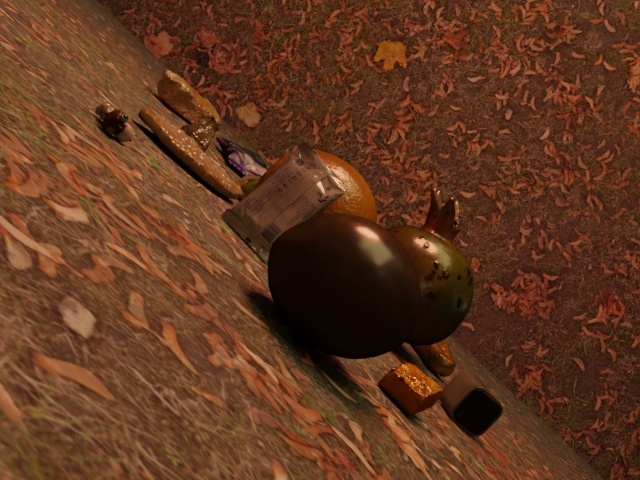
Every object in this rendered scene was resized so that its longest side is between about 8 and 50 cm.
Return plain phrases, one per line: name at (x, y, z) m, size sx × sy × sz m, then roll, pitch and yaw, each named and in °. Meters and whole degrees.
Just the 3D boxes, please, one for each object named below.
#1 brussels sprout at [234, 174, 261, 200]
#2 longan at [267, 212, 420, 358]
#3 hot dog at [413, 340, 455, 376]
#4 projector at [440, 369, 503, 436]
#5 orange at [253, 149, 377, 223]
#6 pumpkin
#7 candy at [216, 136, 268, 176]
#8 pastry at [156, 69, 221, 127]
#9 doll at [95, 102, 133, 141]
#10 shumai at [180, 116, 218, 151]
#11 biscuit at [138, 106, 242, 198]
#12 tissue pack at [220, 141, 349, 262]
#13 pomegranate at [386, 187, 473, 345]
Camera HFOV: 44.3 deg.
brussels sprout at (-0.105, -0.086, 1.714) m, size 0.181 × 0.100 × 0.139 m, roll 43°, pitch 15°, yaw 6°
longan at (0.032, 0.056, 1.020) m, size 0.212 × 0.198 × 0.198 m, roll 43°, pitch 4°, yaw 13°
hot dog at (0.263, 0.254, 1.933) m, size 0.083 × 0.068 × 0.289 m, roll 18°, pitch 15°, yaw -12°
projector at (0.283, 0.307, 1.483) m, size 0.083 × 0.083 × 0.082 m, roll 43°, pitch 4°, yaw -15°
orange at (-0.010, -0.053, 1.437) m, size 0.236 × 0.236 × 0.236 m, roll 43°, pitch 5°, yaw -4°
pumpkin at (0.134, 0.224, 1.180) m, size 0.074 × 0.054 × 0.083 m, roll 42°, pitch 25°, yaw 26°
candy at (-0.217, -0.226, 2.219) m, size 0.145 × 0.070 × 0.275 m, roll 32°, pitch 11°, yaw -24°
pastry at (-0.370, -0.387, 2.218) m, size 0.121 × 0.089 × 0.258 m, roll 40°, pitch 4°, yaw 24°
doll at (-0.310, -0.182, 1.176) m, size 0.085 × 0.040 × 0.058 m, roll 50°, pitch -5°, yaw 26°
shumai at (-0.283, -0.265, 1.893) m, size 0.083 × 0.080 × 0.082 m, roll 48°, pitch 8°, yaw 29°
biscuit at (-0.252, -0.166, 1.529) m, size 0.265 × 0.040 × 0.188 m, roll 42°, pitch 5°, yaw -26°
tissue pack at (-0.058, -0.066, 1.318) m, size 0.122 × 0.193 × 0.026 m, roll 45°, pitch -10°, yaw 20°
pomegranate at (0.228, 0.073, 1.689) m, size 0.291 × 0.323 × 0.291 m, roll 49°, pitch -2°, yaw 2°
